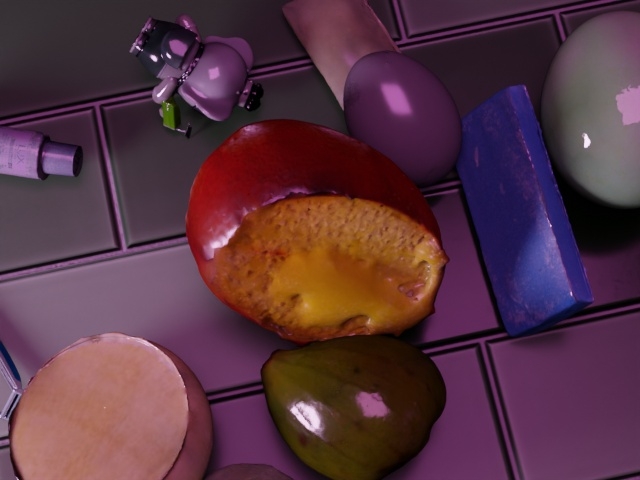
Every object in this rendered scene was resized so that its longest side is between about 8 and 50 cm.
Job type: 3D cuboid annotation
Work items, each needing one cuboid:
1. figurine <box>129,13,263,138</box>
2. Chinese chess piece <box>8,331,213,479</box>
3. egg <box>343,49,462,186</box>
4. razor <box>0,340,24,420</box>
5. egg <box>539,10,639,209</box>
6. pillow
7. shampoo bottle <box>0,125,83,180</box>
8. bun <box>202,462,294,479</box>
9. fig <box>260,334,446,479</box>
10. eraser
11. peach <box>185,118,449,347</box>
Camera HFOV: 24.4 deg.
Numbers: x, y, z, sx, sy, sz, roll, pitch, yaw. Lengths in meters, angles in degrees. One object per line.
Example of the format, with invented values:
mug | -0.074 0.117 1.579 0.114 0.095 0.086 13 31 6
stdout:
figurine | -0.166 -0.232 2.029 0.192 0.126 0.147 29 64 -8
Chinese chess piece | -0.261 0.244 1.854 0.257 0.104 0.257 -7 63 13
egg | 0.109 -0.162 1.980 0.146 0.146 0.199 -32 110 -10
razor | -0.436 0.143 1.953 0.037 0.068 0.191 -15 61 -41
egg | 0.400 -0.174 1.956 0.220 0.220 0.270 -2 73 -1
pillow | 0.041 -0.274 2.075 0.119 0.053 0.208 -30 73 -9
shampoo bottle | -0.432 -0.123 2.018 0.214 0.072 0.072 9 73 4
bun | -0.093 0.373 1.840 0.195 0.118 0.196 0 76 0
fig | 0.035 0.196 1.846 0.225 0.203 0.203 34 75 4
eraser | 0.259 -0.037 1.958 0.042 0.144 0.312 -2 69 -36
peach | 0.000 0.000 1.885 0.338 0.281 0.281 35 76 9
